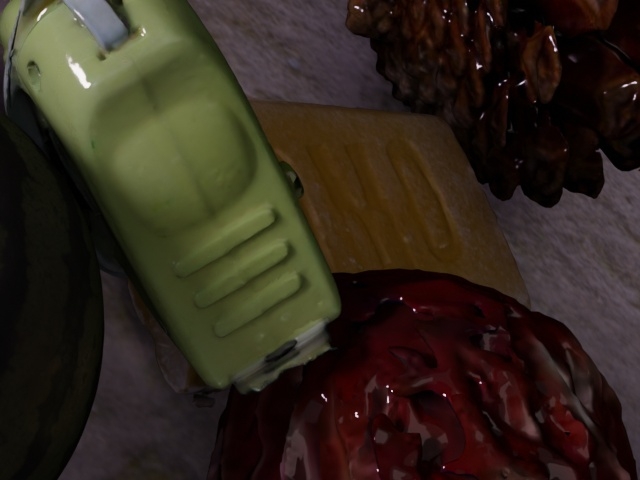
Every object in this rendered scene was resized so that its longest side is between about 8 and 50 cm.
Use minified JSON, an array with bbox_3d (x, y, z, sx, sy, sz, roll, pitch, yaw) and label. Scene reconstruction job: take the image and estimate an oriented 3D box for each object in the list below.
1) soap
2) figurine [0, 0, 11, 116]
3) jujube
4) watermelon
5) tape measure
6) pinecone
[{"bbox_3d":[0.000,0.000,0.939,0.274,0.089,0.173,-2,62,-48],"label":"soap"},{"bbox_3d":[-0.218,-0.107,0.737,0.276,0.200,0.133,25,55,-68],"label":"figurine"},{"bbox_3d":[0.065,0.197,0.724,0.258,0.258,0.377,19,61,-37],"label":"jujube"},{"bbox_3d":[-0.191,0.032,0.609,0.212,0.212,0.212,27,44,-30],"label":"watermelon"},{"bbox_3d":[-0.084,-0.045,0.693,0.200,0.106,0.175,61,-11,-27],"label":"tape measure"},{"bbox_3d":[0.164,-0.175,1.123,0.296,0.242,0.298,3,60,-40],"label":"pinecone"}]
